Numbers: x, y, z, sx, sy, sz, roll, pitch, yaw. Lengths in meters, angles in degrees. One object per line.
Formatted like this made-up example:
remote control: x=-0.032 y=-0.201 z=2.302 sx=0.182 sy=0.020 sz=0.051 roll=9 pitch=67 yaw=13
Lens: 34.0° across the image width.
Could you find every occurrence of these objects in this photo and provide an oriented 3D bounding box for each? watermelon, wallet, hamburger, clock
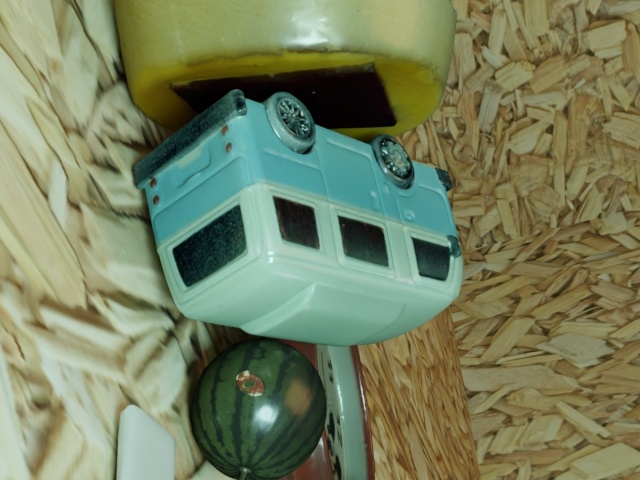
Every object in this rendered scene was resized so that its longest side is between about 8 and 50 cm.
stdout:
watermelon: x=-0.050 y=0.140 z=0.798 sx=0.105 sy=0.105 sz=0.133 roll=65 pitch=31 yaw=-43
wallet: x=-0.110 y=0.169 z=0.648 sx=0.061 sy=0.025 sz=0.122 roll=66 pitch=15 yaw=-49
hamburger: x=-0.030 y=-0.185 z=0.868 sx=0.300 sy=0.300 sz=0.176 roll=38 pitch=51 yaw=-73
clock: x=-0.010 y=0.169 z=1.013 sx=0.318 sy=0.080 sz=0.318 roll=-10 pitch=90 yaw=-81

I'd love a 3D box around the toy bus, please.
toy bus: x=0.000 y=0.000 z=0.849 sx=0.271 sy=0.133 sz=0.165 roll=14 pitch=54 yaw=-46
